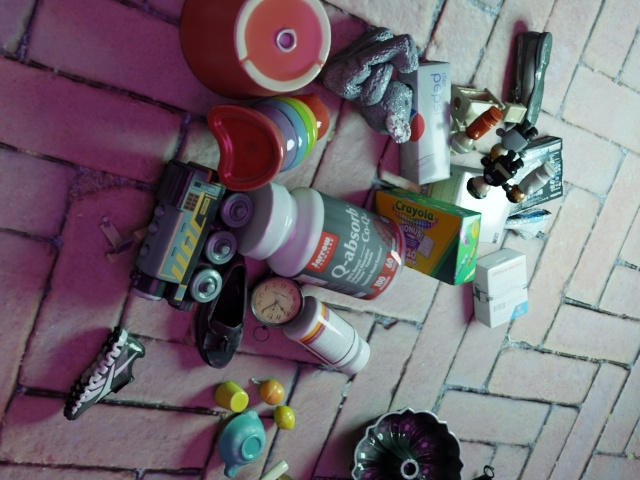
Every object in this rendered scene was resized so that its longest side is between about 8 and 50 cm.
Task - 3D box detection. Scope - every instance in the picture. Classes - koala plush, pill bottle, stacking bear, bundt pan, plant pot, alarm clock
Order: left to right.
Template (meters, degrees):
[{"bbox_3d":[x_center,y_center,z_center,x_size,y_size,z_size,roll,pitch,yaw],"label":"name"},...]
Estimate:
[{"bbox_3d":[-0.116,-0.402,1.315,0.274,0.243,0.275,-9,112,-25],"label":"plant pot"},{"bbox_3d":[-0.112,0.157,1.602,0.129,0.064,0.192,24,98,-10],"label":"alarm clock"},{"bbox_3d":[-0.080,-0.232,1.406,0.289,0.164,0.176,-41,129,-53],"label":"stacking bear"},{"bbox_3d":[0.000,0.000,1.532,0.362,0.210,0.210,18,99,-31],"label":"pill bottle"},{"bbox_3d":[0.018,0.242,1.677,0.221,0.121,0.121,41,87,-32],"label":"pill bottle"},{"bbox_3d":[0.130,-0.331,1.508,0.203,0.196,0.221,-31,119,-1],"label":"koala plush"},{"bbox_3d":[0.228,0.627,1.869,0.330,0.124,0.331,2,83,-13],"label":"bundt pan"}]

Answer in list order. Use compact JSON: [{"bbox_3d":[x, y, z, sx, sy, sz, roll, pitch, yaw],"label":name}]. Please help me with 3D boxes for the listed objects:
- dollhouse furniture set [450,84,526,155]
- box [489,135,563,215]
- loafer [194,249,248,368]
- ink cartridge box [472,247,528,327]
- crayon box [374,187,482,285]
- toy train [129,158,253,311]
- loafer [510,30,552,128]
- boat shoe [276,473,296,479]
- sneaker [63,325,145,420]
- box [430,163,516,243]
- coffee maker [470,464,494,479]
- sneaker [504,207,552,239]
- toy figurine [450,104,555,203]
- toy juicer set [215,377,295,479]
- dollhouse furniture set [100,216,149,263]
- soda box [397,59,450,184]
[{"bbox_3d":[0.398,-0.303,1.719,0.181,0.101,0.161,-1,132,-27],"label":"dollhouse furniture set"},{"bbox_3d":[0.575,-0.178,1.854,0.220,0.051,0.175,-19,115,-20],"label":"box"},{"bbox_3d":[-0.223,0.167,1.543,0.109,0.095,0.303,2,106,-27],"label":"loafer"},{"bbox_3d":[0.514,0.134,1.914,0.139,0.082,0.191,-19,114,-21],"label":"ink cartridge box"},{"bbox_3d":[0.249,-0.016,1.609,0.081,0.278,0.165,-11,112,-37],"label":"crayon box"},{"bbox_3d":[-0.279,-0.014,1.413,0.190,0.142,0.334,19,95,-41],"label":"toy train"},{"bbox_3d":[0.541,-0.412,1.754,0.096,0.084,0.268,-24,125,-53],"label":"loafer"},{"bbox_3d":[-0.065,0.698,1.825,0.207,0.073,0.073,34,92,-24],"label":"boat shoe"},{"bbox_3d":[-0.470,0.309,1.478,0.106,0.078,0.234,36,87,-29],"label":"sneaker"},{"bbox_3d":[0.390,-0.097,1.749,0.181,0.119,0.181,5,104,-28],"label":"box"},{"bbox_3d":[0.464,0.816,2.120,0.178,0.120,0.171,-8,88,-25],"label":"coffee maker"},{"bbox_3d":[0.574,-0.038,1.895,0.190,0.071,0.083,-6,115,-25],"label":"sneaker"},{"bbox_3d":[0.436,-0.195,1.611,0.209,0.213,0.148,8,144,-37],"label":"toy figurine"},{"bbox_3d":[-0.165,0.501,1.702,0.209,0.089,0.329,-9,103,-38],"label":"toy juicer set"},{"bbox_3d":[-0.414,-0.020,1.434,0.114,0.091,0.081,-28,77,-40],"label":"dollhouse furniture set"},{"bbox_3d":[0.253,-0.288,1.630,0.098,0.091,0.286,-12,112,-22],"label":"soda box"}]
